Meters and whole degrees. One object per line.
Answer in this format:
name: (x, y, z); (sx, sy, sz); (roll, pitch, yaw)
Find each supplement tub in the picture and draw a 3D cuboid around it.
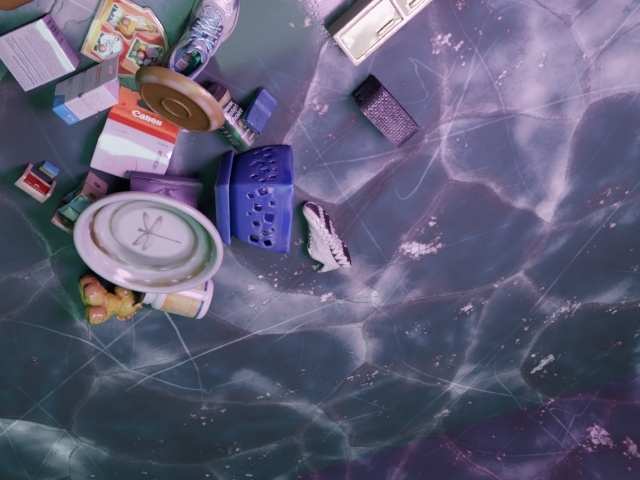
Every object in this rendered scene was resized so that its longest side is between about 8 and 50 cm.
supplement tub: (-0.464, 0.166, 1.648); (0.199, 0.144, 0.144); (19, 120, -24)

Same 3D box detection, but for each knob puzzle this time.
knob puzzle: (-0.460, -0.480, 1.243); (0.213, 0.030, 0.213); (-7, 127, -9)

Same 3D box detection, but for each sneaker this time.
sneaker: (0.000, 0.000, 1.663); (0.118, 0.110, 0.292); (-20, 128, 14)
sneaker: (-0.278, -0.482, 1.219); (0.110, 0.122, 0.283); (27, 111, -30)

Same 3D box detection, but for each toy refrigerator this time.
toy refrigerator: (0.156, -0.574, 1.273); (0.269, 0.094, 0.102); (-38, 125, 15)

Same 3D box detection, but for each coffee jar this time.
coffee jar: (-0.246, -0.330, 1.362); (0.184, 0.079, 0.096); (43, 72, -34)

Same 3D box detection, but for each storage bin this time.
storage bin: (0.184, -0.359, 1.421); (0.084, 0.122, 0.180); (-42, 124, 18)

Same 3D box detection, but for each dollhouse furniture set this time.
dollhouse furniture set: (-0.703, -0.138, 1.378); (0.129, 0.129, 0.183); (-37, 125, 15)

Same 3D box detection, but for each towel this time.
towel: (-0.162, -0.347, 1.366); (0.029, 0.120, 0.067); (-4, 145, 45)

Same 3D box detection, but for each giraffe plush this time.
giraffe plush: (-0.666, 0.199, 1.633); (0.170, 0.181, 0.210); (-13, 120, -30)

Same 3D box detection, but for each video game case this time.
video game case: (-0.459, -0.086, 1.499); (0.195, 0.026, 0.274); (5, 139, -17)

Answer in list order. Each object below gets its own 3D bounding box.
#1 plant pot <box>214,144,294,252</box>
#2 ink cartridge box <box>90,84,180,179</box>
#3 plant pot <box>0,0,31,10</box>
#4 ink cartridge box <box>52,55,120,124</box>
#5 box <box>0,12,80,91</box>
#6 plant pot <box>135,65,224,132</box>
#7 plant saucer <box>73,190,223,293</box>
plant pot: (-0.186, -0.123, 1.452); (0.211, 0.236, 0.236); (1, 127, -5)
ink cartridge box: (-0.493, -0.271, 1.377); (0.189, 0.066, 0.232); (19, 123, -25)
plant pot: (-0.609, -0.593, 1.022); (0.254, 0.237, 0.237); (-31, 128, 28)
ink cartridge box: (-0.556, -0.367, 1.244); (0.180, 0.104, 0.060); (-21, 143, 8)
box: (-0.668, -0.442, 1.197); (0.137, 0.072, 0.126); (-22, 128, 3)
plant pot: (-0.353, -0.337, 1.260); (0.236, 0.033, 0.236); (19, 162, 6)
plant saucer: (-0.473, -0.007, 1.435); (0.400, 0.101, 0.401); (-1, 136, -1)
